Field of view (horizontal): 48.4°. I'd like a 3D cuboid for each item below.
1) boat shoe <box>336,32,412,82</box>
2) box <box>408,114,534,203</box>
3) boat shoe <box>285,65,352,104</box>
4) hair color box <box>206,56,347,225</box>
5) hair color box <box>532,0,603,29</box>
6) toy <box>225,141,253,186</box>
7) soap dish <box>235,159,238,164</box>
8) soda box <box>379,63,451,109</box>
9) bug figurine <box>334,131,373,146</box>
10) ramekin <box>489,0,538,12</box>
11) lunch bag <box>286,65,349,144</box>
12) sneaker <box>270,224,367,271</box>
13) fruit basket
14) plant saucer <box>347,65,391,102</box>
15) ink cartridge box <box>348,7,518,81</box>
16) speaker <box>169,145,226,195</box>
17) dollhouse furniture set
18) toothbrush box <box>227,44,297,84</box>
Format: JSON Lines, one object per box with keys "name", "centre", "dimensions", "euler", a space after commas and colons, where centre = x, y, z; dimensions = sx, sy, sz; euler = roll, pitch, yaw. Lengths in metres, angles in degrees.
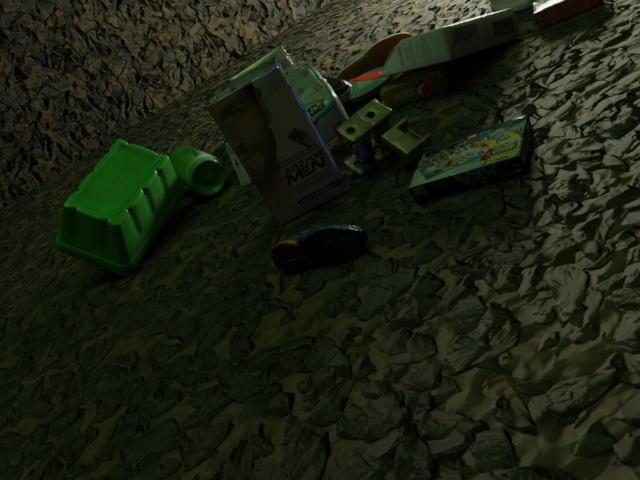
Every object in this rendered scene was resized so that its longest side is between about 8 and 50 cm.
{"name": "boat shoe", "centre": [0.171, -0.587, 2.290], "dimensions": [0.277, 0.098, 0.096], "euler": [-28, 26, 11]}
{"name": "box", "centre": [0.303, -0.161, 1.428], "dimensions": [0.233, 0.044, 0.159], "euler": [-15, 30, 32]}
{"name": "boat shoe", "centre": [-0.052, -0.449, 2.062], "dimensions": [0.306, 0.105, 0.113], "euler": [-3, 49, -10]}
{"name": "hair color box", "centre": [-0.097, -0.224, 1.645], "dimensions": [0.185, 0.339, 0.110], "euler": [-28, 25, 8]}
{"name": "hair color box", "centre": [0.648, -0.624, 1.874], "dimensions": [0.167, 0.053, 0.093], "euler": [-17, 30, 25]}
{"name": "toy", "centre": [-0.152, -0.257, 2.000], "dimensions": [0.237, 0.137, 0.056], "euler": [-22, -1, 16]}
{"name": "soap dish", "centre": [-0.127, -0.350, 2.171], "dimensions": [0.228, 0.118, 0.291], "euler": [-8, 35, 41]}
{"name": "soda box", "centre": [0.255, -0.415, 1.925], "dimensions": [0.181, 0.061, 0.058], "euler": [-16, 30, 30]}
{"name": "bug figurine", "centre": [0.030, -0.252, 1.869], "dimensions": [0.279, 0.072, 0.216], "euler": [-32, 25, 0]}
{"name": "ramekin", "centre": [0.623, -0.806, 2.146], "dimensions": [0.272, 0.127, 0.273], "euler": [-26, 25, 13]}
{"name": "lunch bag", "centre": [-0.063, -0.328, 1.862], "dimensions": [0.224, 0.108, 0.279], "euler": [-33, 39, 4]}
{"name": "sneaker", "centre": [0.000, 0.000, 1.441], "dimensions": [0.221, 0.083, 0.087], "euler": [-8, 26, 34]}
{"name": "fruit basket", "centre": [-0.590, -0.061, 2.079], "dimensions": [0.282, 0.392, 0.392], "euler": [20, 42, 7]}
{"name": "plant saucer", "centre": [0.142, -0.465, 2.173], "dimensions": [0.195, 0.037, 0.195], "euler": [-26, 26, 14]}
{"name": "ink cartridge box", "centre": [0.297, -0.536, 1.966], "dimensions": [0.308, 0.091, 0.385], "euler": [-27, 19, -36]}
{"name": "speaker", "centre": [-0.386, -0.217, 2.212], "dimensions": [0.131, 0.131, 0.296], "euler": [-37, 26, -12]}
{"name": "dollhouse furniture set", "centre": [0.147, -0.205, 1.638], "dimensions": [0.129, 0.129, 0.183], "euler": [-39, 56, -15]}
{"name": "toothbrush box", "centre": [-0.197, -0.513, 2.422], "dimensions": [0.216, 0.126, 0.295], "euler": [-35, 3, -9]}
